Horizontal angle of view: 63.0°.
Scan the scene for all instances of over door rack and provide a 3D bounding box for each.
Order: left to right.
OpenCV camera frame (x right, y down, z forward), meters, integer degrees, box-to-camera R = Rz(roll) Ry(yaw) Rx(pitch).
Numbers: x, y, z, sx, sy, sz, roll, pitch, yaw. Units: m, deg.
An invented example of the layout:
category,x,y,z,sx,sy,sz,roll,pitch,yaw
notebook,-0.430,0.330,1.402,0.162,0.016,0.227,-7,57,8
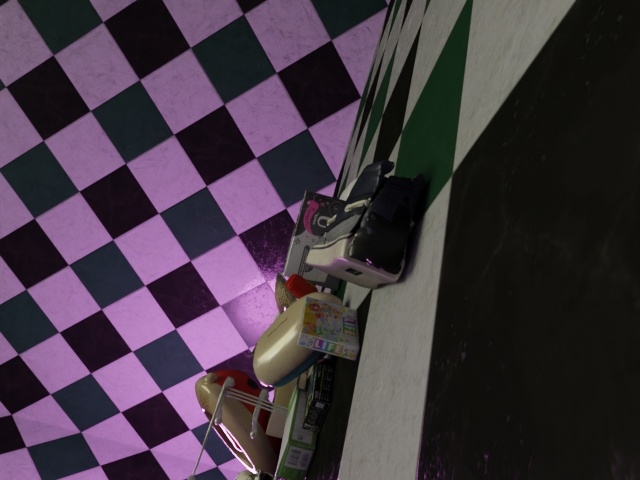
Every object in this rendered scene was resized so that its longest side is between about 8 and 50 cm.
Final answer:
category,x,y,z,sx,sy,sz,roll,pitch,yaw
over door rack,-0.203,0.557,1.398,0.108,0.240,0.324,82,-154,-62

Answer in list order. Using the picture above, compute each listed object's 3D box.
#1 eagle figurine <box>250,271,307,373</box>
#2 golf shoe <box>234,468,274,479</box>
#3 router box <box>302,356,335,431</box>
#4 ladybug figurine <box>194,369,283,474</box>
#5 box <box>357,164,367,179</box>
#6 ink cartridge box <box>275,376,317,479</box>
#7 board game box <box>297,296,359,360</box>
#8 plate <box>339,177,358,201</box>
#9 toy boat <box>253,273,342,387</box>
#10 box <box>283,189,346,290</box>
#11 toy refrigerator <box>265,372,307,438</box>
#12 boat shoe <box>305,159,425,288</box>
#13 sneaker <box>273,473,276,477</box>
category,x,y,z,sx,sy,sz,roll,pitch,yaw
eagle figurine,-0.098,0.243,1.562,0.225,0.298,0.226,-36,55,14
golf shoe,-0.179,0.732,1.547,0.120,0.105,0.273,-68,20,-7
router box,-0.003,0.319,1.091,0.122,0.038,0.092,-79,5,-58
ladybug figurine,-0.241,0.569,1.672,0.162,0.305,0.449,-40,-52,-28
box,0.098,-0.085,1.285,0.105,0.043,0.179,128,160,-82
ink cartridge box,-0.042,0.403,1.148,0.209,0.062,0.109,-80,6,-63
board game box,0.016,0.156,0.948,0.154,0.103,0.026,-85,11,-73
plate,0.062,-0.049,1.750,0.277,0.045,0.278,114,171,-76
toy boat,-0.030,0.202,1.251,0.267,0.148,0.318,-43,16,22
box,0.000,0.000,1.475,0.142,0.163,0.247,141,144,-87
toy refrigerator,-0.101,0.472,1.609,0.269,0.094,0.102,-79,5,-66
boat shoe,0.072,-0.017,0.833,0.340,0.127,0.158,159,134,-77
sneaker,-0.168,0.792,1.800,0.069,0.038,0.098,107,-173,-55
